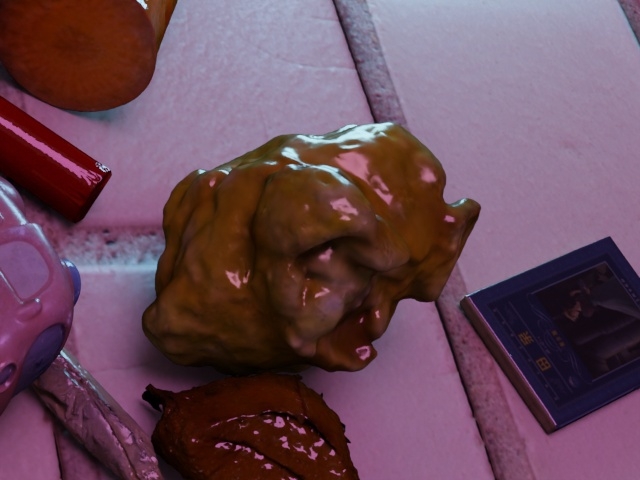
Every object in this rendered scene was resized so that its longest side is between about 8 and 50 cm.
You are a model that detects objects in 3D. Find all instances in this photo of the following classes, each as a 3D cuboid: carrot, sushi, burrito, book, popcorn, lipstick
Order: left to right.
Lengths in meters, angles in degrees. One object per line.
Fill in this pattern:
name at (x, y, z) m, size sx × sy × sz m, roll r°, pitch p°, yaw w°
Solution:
lipstick at (-0.355, -0.123, 1.734) m, size 0.280 × 0.073 × 0.073 m, roll 35°, pitch 47°, yaw -1°
burrito at (-0.229, 0.169, 1.595) m, size 0.229 × 0.063 × 0.058 m, roll 41°, pitch 87°, yaw 15°
carrot at (-0.250, -0.294, 1.856) m, size 0.196 × 0.196 × 0.254 m, roll 26°, pitch 40°, yaw -9°
sushi at (-0.040, 0.207, 1.618) m, size 0.287 × 0.140 × 0.149 m, roll 23°, pitch 85°, yaw -12°
popcorn at (-0.011, -0.006, 1.681) m, size 0.293 × 0.292 × 0.334 m, roll 29°, pitch 35°, yaw 9°
book at (0.315, 0.109, 1.956) m, size 0.269 × 0.025 × 0.191 m, roll -19°, pitch 67°, yaw -38°

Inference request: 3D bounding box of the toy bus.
toy bus at (-0.352, 0.040, 1.514) m, size 0.232 × 0.197 × 0.294 m, roll -27°, pitch 70°, yaw -36°
